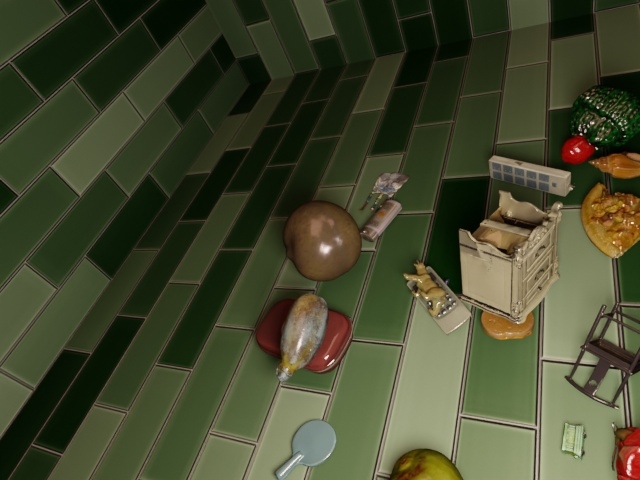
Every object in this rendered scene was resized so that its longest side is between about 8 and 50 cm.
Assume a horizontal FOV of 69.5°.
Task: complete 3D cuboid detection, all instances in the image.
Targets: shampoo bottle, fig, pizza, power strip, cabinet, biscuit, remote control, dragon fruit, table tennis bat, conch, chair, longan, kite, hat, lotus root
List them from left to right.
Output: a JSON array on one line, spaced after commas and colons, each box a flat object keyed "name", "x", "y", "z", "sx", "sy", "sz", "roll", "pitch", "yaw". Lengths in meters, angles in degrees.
[{"name": "lotus root", "x": -0.061, "y": 0.345, "z": 1.630, "sx": 0.140, "sy": 0.158, "sz": 0.322, "roll": 3, "pitch": 61, "yaw": 30}, {"name": "table tennis bat", "x": -0.051, "y": 0.699, "z": 1.526, "sx": 0.237, "sy": 0.038, "sz": 0.149, "roll": -39, "pitch": 44, "yaw": -18}, {"name": "longan", "x": 0.000, "y": 0.000, "z": 1.984, "sx": 0.361, "sy": 0.361, "sz": 0.361, "roll": -15, "pitch": 43, "yaw": 15}, {"name": "shampoo bottle", "x": 0.276, "y": -0.091, "z": 2.109, "sx": 0.086, "sy": 0.056, "sz": 0.227, "roll": 23, "pitch": 62, "yaw": 43}, {"name": "kite", "x": 0.298, "y": -0.236, "z": 2.273, "sx": 0.169, "sy": 0.015, "sz": 0.310, "roll": 20, "pitch": 58, "yaw": 40}, {"name": "fig", "x": 0.300, "y": 0.691, "z": 1.250, "sx": 0.225, "sy": 0.203, "sz": 0.203, "roll": 45, "pitch": 74, "yaw": 7}, {"name": "remote control", "x": 0.437, "y": 0.219, "z": 1.710, "sx": 0.123, "sy": 0.038, "sz": 0.285, "roll": -40, "pitch": 41, "yaw": 9}, {"name": "biscuit", "x": 0.633, "y": 0.270, "z": 1.566, "sx": 0.170, "sy": 0.050, "sz": 0.170, "roll": -11, "pitch": 38, "yaw": 9}, {"name": "cabinet", "x": 0.638, "y": 0.047, "z": 1.542, "sx": 0.290, "sy": 0.318, "sz": 0.227, "roll": -37, "pitch": 40, "yaw": -28}, {"name": "power strip", "x": 0.872, "y": -0.272, "z": 1.924, "sx": 0.043, "sy": 0.106, "sz": 0.367, "roll": -45, "pitch": 44, "yaw": -20}, {"name": "hat", "x": 1.122, "y": -0.465, "z": 1.901, "sx": 0.332, "sy": 0.242, "sz": 0.274, "roll": -43, "pitch": 29, "yaw": 3}, {"name": "pizza", "x": 1.035, "y": -0.078, "z": 1.669, "sx": 0.268, "sy": 0.087, "sz": 0.258, "roll": -39, "pitch": 40, "yaw": -8}, {"name": "chair", "x": 0.851, "y": 0.329, "z": 1.332, "sx": 0.154, "sy": 0.141, "sz": 0.260, "roll": 33, "pitch": 114, "yaw": 45}, {"name": "conch", "x": 1.211, "y": -0.276, "z": 1.771, "sx": 0.330, "sy": 0.093, "sz": 0.109, "roll": 15, "pitch": 37, "yaw": 14}, {"name": "dragon fruit", "x": 0.818, "y": 0.543, "z": 1.100, "sx": 0.233, "sy": 0.234, "sz": 0.293, "roll": -26, "pitch": 6, "yaw": 4}]

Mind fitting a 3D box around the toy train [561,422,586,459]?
[{"name": "toy train", "x": 0.696, "y": 0.549, "z": 1.265, "sx": 0.056, "sy": 0.038, "sz": 0.093, "roll": 0, "pitch": 49, "yaw": 37}]

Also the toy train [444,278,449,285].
[{"name": "toy train", "x": 0.476, "y": 0.176, "z": 1.766, "sx": 0.017, "sy": 0.017, "sz": 0.083, "roll": 8, "pitch": 53, "yaw": 33}]

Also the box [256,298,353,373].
[{"name": "box", "x": -0.068, "y": 0.365, "z": 1.807, "sx": 0.404, "sy": 0.108, "sz": 0.263, "roll": 10, "pitch": 54, "yaw": 36}]

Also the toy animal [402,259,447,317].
[{"name": "toy animal", "x": 0.391, "y": 0.169, "z": 1.707, "sx": 0.101, "sy": 0.103, "sz": 0.219, "roll": -31, "pitch": 41, "yaw": -6}]
